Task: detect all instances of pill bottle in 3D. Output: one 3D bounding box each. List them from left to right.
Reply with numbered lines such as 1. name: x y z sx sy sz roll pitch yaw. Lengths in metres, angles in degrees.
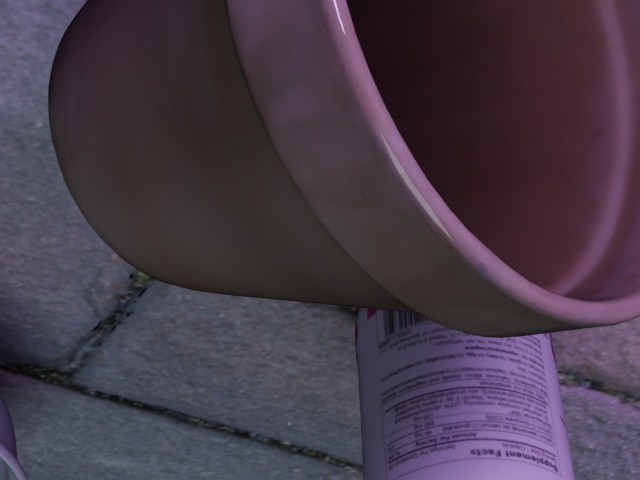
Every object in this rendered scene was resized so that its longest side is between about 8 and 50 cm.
1. pill bottle: 0.111 0.170 1.025 0.160 0.283 0.160 -1 141 -1

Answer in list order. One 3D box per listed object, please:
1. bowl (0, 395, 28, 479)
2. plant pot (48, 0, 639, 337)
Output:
1. bowl: -0.378 0.147 1.096 0.298 0.134 0.298 -1 141 0
2. plant pot: 0.010 -0.090 0.717 0.280 0.323 0.323 -16 141 41
